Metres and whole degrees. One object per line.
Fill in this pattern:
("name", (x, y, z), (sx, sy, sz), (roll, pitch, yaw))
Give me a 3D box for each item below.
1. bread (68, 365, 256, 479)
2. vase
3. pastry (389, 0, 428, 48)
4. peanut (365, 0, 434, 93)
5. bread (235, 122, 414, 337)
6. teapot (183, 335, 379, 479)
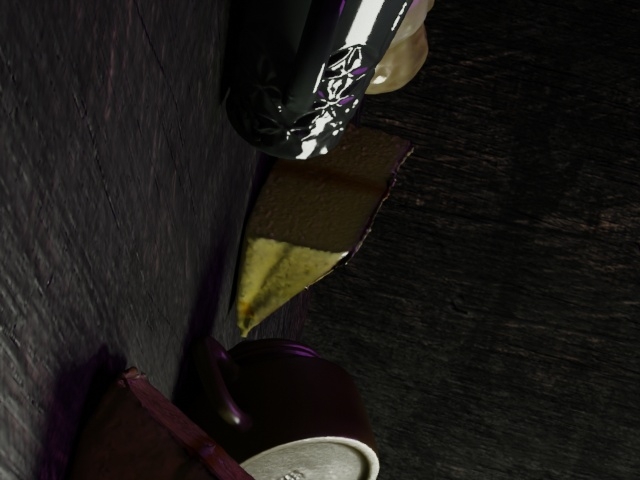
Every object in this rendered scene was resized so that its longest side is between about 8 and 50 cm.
("bread", (-0.164, 0.231, 1.289), (0.264, 0.163, 0.167), (-44, 174, -5))
("vase", (0.003, -0.188, 1.419), (0.301, 0.156, 0.251), (110, -6, -48))
("pastry", (0.025, -0.232, 1.575), (0.092, 0.156, 0.156), (-20, 141, -31))
("peanut", (0.046, -0.245, 1.816), (0.313, 0.149, 0.149), (98, 7, -61))
("bread", (0.000, 0.000, 2.055), (0.240, 0.135, 0.178), (-62, 165, -51))
("teapot", (-0.057, 0.168, 1.825), (0.267, 0.185, 0.175), (50, 13, -52))
